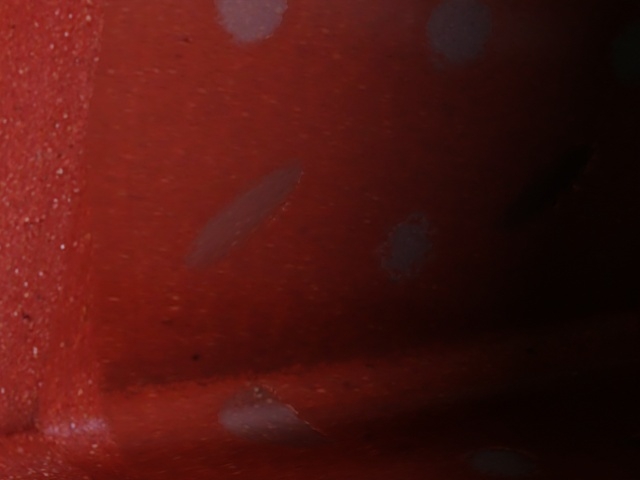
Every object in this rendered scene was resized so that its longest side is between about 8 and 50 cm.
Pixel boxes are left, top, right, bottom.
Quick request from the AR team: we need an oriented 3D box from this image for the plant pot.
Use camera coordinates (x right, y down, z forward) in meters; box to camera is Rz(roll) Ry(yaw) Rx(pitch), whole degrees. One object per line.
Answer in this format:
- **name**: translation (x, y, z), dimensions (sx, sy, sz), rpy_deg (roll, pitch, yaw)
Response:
- **plant pot**: translation (0.088, -0.032, 0.346), dimensions (0.267, 0.236, 0.267), rpy_deg (23, 106, 48)

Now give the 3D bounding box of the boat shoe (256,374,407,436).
- **boat shoe**: translation (-0.022, 0.063, 0.485), dimensions (0.219, 0.070, 0.077), rpy_deg (22, 87, 18)
